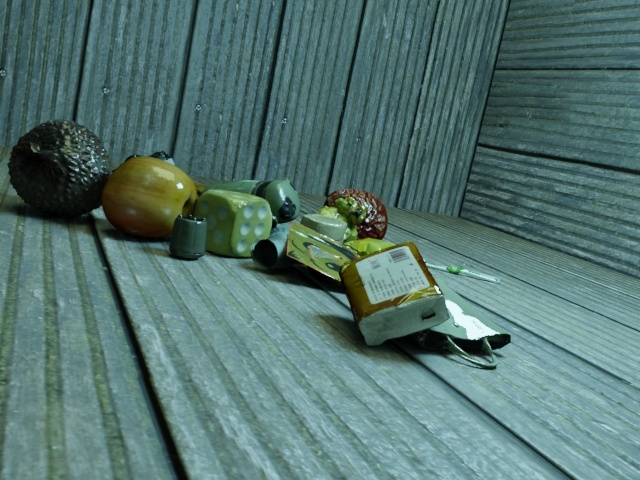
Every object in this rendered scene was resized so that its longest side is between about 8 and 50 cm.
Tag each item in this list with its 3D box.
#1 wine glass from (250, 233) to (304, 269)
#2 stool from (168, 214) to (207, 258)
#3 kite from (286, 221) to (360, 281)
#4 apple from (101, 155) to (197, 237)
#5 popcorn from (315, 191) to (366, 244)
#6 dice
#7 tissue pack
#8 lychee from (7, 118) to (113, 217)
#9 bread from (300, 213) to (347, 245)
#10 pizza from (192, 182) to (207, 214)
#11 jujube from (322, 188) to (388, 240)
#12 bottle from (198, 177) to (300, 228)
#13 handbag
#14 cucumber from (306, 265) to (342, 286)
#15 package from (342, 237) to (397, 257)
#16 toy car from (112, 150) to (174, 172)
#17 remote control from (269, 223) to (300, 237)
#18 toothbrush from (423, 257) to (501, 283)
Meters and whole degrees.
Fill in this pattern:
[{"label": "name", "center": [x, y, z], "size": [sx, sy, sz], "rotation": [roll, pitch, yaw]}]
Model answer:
[{"label": "wine glass", "center": [-0.099, 0.027, 1.849], "size": [0.103, 0.103, 0.222], "rotation": [15, 10, 22]}, {"label": "stool", "center": [-0.341, -0.010, 1.754], "size": [0.096, 0.110, 0.096], "rotation": [8, 6, -1]}, {"label": "kite", "center": [0.024, 0.049, 1.805], "size": [0.328, 0.013, 0.377], "rotation": [8, 28, -48]}, {"label": "apple", "center": [-0.470, -0.113, 1.894], "size": [0.241, 0.241, 0.242], "rotation": [15, 10, 20]}, {"label": "popcorn", "center": [0.050, -0.058, 2.262], "size": [0.169, 0.195, 0.173], "rotation": [18, 13, -8]}, {"label": "dice", "center": [-0.252, -0.050, 1.923], "size": [0.170, 0.169, 0.166], "rotation": [17, 12, 36]}, {"label": "tissue pack", "center": [0.145, 0.104, 1.389], "size": [0.183, 0.091, 0.226], "rotation": [-20, 31, 1]}, {"label": "lychee", "center": [-0.743, -0.208, 1.953], "size": [0.300, 0.299, 0.300], "rotation": [11, 9, -2]}, {"label": "bread", "center": [0.000, 0.000, 2.027], "size": [0.134, 0.141, 0.148], "rotation": [21, 14, 28]}, {"label": "pizza", "center": [-0.455, -0.156, 2.498], "size": [0.278, 0.113, 0.409], "rotation": [5, 10, -37]}, {"label": "jujube", "center": [0.127, -0.081, 2.447], "size": [0.232, 0.212, 0.213], "rotation": [10, 9, -14]}, {"label": "bottle", "center": [-0.215, -0.110, 2.095], "size": [0.347, 0.168, 0.169], "rotation": [-3, -2, 39]}, {"label": "handbag", "center": [0.271, 0.170, 1.445], "size": [0.241, 0.109, 0.315], "rotation": [5, 14, -26]}, {"label": "cucumber", "center": [0.009, 0.092, 1.789], "size": [0.039, 0.039, 0.168], "rotation": [2, 17, -44]}, {"label": "package", "center": [0.168, 0.040, 2.143], "size": [0.168, 0.090, 0.226], "rotation": [14, 6, 34]}, {"label": "toy car", "center": [-0.683, -0.238, 2.475], "size": [0.301, 0.118, 0.193], "rotation": [-20, 8, 32]}, {"label": "remote control", "center": [-0.098, -0.020, 2.142], "size": [0.248, 0.052, 0.104], "rotation": [-4, 19, -4]}, {"label": "toothbrush", "center": [0.470, 0.105, 2.323], "size": [0.304, 0.030, 0.030], "rotation": [14, 9, 7]}]
